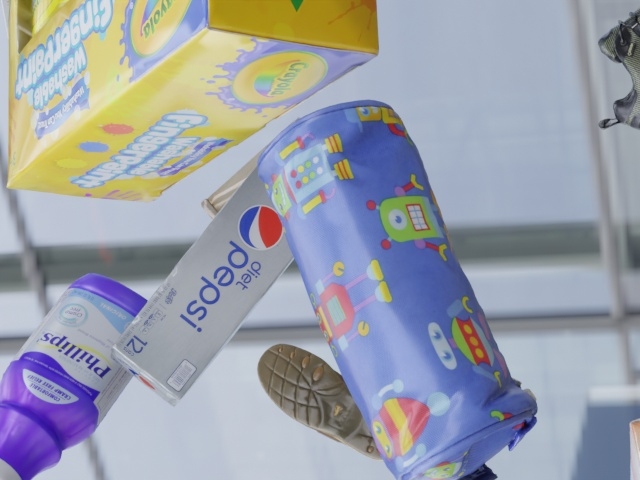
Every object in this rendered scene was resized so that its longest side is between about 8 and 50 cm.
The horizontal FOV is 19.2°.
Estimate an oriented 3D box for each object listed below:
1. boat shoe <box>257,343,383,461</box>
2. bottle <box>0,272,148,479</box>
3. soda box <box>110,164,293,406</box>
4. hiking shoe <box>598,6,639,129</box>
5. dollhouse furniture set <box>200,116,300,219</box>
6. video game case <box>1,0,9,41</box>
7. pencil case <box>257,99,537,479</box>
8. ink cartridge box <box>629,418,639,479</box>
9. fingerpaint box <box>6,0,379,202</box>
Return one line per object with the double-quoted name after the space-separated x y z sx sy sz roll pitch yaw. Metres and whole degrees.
0.014 0.164 1.836 0.064 0.178 0.060 -55 -24 -9 "boat shoe"
-0.288 0.164 2.064 0.283 0.118 0.092 -55 -11 -37 "bottle"
-0.096 0.033 1.968 0.286 0.091 0.098 -52 0 -13 "soda box"
0.346 -0.220 1.952 0.086 0.114 0.227 33 -116 -78 "hiking shoe"
0.000 0.000 2.291 0.242 0.161 0.212 49 -178 20 "dollhouse furniture set"
-0.275 -0.241 2.013 0.011 0.122 0.087 95 163 -63 "video game case"
0.063 0.041 1.449 0.306 0.133 0.119 66 150 19 "pencil case"
0.322 0.275 1.770 0.145 0.045 0.179 74 -168 -59 "ink cartridge box"
-0.133 -0.271 1.659 0.163 0.445 0.371 6 -106 -28 "fingerpaint box"
